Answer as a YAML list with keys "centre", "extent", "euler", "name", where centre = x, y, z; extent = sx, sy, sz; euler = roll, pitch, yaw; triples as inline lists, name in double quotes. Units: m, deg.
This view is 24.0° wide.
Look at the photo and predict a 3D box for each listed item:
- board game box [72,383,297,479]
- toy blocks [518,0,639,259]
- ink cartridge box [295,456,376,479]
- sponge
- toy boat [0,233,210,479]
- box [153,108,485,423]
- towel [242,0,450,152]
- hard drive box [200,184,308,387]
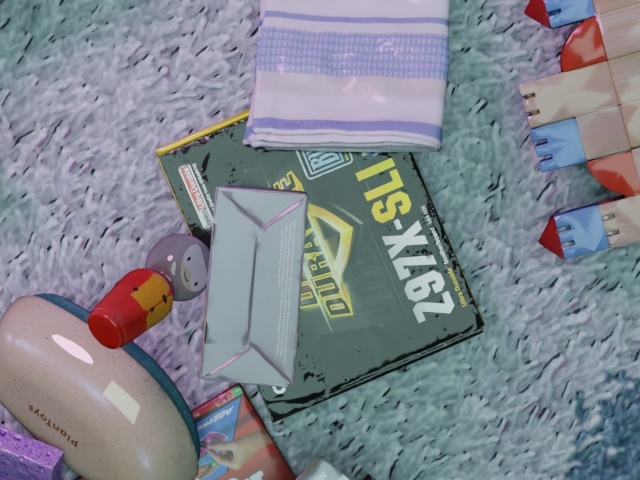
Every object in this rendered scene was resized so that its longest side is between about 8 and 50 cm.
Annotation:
- centre: [-0.174, 0.290, 1.671]
  extent: [0.281, 0.027, 0.145]
  euler: [-31, 94, 0]
  name: "board game box"
- centre: [0.330, -0.149, 1.605]
  extent: [0.260, 0.191, 0.381]
  euler: [-14, 93, 10]
  name: "toy blocks"
- centre: [-0.001, 0.417, 1.629]
  extent: [0.272, 0.130, 0.309]
  euler: [43, 91, -1]
  name: "ink cartridge box"
- centre: [-0.377, 0.227, 1.610]
  extent: [0.210, 0.117, 0.031]
  euler: [21, 50, 6]
  name: "sponge"
- centre: [-0.204, 0.121, 1.552]
  extent: [0.267, 0.318, 0.148]
  euler: [40, 48, 8]
  name: "toy boat"
- centre: [0.000, 0.000, 1.637]
  extent: [0.257, 0.079, 0.322]
  euler: [-23, 93, -2]
  name: "box"
- centre: [0.033, -0.225, 1.590]
  extent: [0.209, 0.034, 0.285]
  euler: [3, 72, 7]
  name: "towel"
- centre: [-0.061, 0.038, 1.484]
  extent: [0.089, 0.232, 0.181]
  euler: [5, 92, -1]
  name: "hard drive box"
